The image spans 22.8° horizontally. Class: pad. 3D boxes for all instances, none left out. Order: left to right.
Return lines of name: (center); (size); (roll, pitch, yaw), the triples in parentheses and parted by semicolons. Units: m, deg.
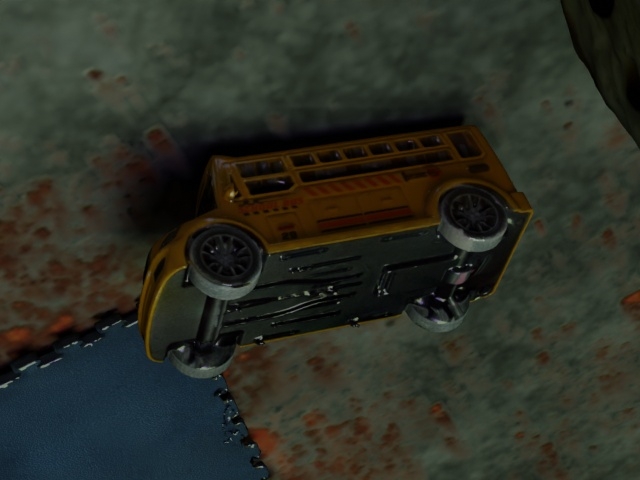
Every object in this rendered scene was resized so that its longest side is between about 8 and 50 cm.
pad: (-0.151, 0.157, 0.784); (0.269, 0.012, 0.270); (-24, 138, -6)

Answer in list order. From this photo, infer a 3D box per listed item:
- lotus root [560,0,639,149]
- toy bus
lotus root: (0.249, -0.133, 0.503); (0.346, 0.250, 0.250); (-21, 142, 6)
toy bus: (0.000, 0.000, 0.654); (0.162, 0.074, 0.069); (-9, 146, -22)
